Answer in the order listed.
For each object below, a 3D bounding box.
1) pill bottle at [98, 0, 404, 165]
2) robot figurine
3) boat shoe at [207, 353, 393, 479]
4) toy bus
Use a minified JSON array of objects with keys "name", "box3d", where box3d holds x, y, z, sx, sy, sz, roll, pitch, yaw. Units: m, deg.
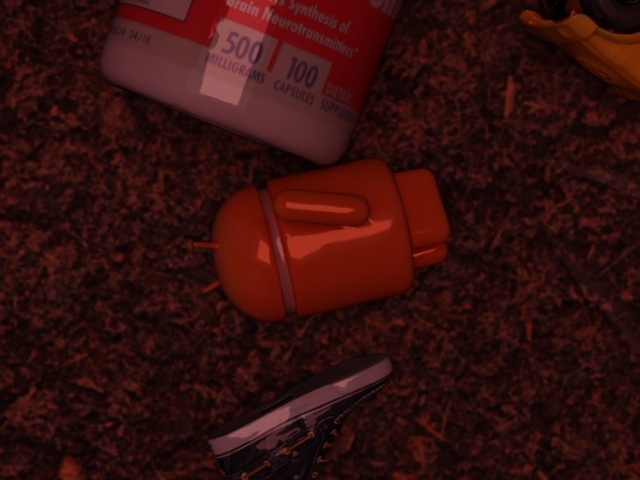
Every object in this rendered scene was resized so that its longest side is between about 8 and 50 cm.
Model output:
[{"name":"pill bottle","box3d":[-0.018,-0.288,1.548,0.229,0.229,0.407,21,92,0]},{"name":"robot figurine","box3d":[0.000,-0.001,1.581,0.219,0.158,0.128,-13,105,-4]},{"name":"boat shoe","box3d":[-0.005,0.174,1.645,0.183,0.065,0.083,-27,99,3]},{"name":"toy bus","box3d":[0.321,-0.218,1.600,0.211,0.149,0.220,39,88,-14]}]
